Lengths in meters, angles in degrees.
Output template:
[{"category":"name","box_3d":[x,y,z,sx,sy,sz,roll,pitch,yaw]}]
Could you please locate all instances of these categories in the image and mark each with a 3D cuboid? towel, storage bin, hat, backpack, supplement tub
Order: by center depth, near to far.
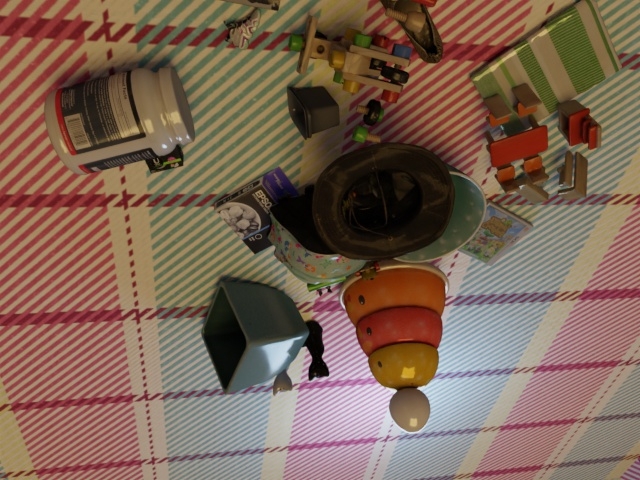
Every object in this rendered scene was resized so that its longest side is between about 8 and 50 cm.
[{"category":"supplement tub","box_3d":[-0.430,-0.263,1.274,0.272,0.191,0.191,-14,133,-1]},{"category":"storage bin","box_3d":[-0.014,-0.303,1.384,0.091,0.135,0.098,-15,133,-13]},{"category":"hat","box_3d":[0.144,-0.106,1.391,0.331,0.134,0.331,0,119,0]},{"category":"towel","box_3d":[0.568,-0.425,1.474,0.325,0.038,0.248,-33,130,18]},{"category":"backpack","box_3d":[0.000,0.000,1.536,0.225,0.253,0.191,-22,133,-32]}]

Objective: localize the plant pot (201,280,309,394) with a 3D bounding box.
[{"category":"plant pot","box_3d":[-0.187,0.287,1.803,0.252,0.248,0.247,-1,133,-34]}]

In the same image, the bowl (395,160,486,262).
[{"category":"bowl","box_3d":[0.275,-0.104,1.604,0.312,0.163,0.311,-7,132,-8]}]

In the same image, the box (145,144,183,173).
[{"category":"box","box_3d":[-0.383,-0.210,1.428,0.083,0.052,0.062,-13,133,0]}]

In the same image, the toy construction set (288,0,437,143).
[{"category":"toy construction set","box_3d":[0.066,-0.414,1.221,0.237,0.257,0.309,14,137,-14]}]

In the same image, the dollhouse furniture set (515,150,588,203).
[{"category":"dollhouse furniture set","box_3d":[0.669,-0.193,1.710,0.144,0.123,0.151,26,156,-31]}]

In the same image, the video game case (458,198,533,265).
[{"category":"video game case","box_3d":[0.530,-0.019,1.835,0.212,0.023,0.193,23,123,-29]}]

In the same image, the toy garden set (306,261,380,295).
[{"category":"toy garden set","box_3d":[0.066,0.096,1.688,0.204,0.244,0.049,-18,98,3]}]

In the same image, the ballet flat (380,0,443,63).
[{"category":"ballet flat","box_3d":[0.210,-0.492,1.311,0.084,0.058,0.250,-32,131,14]}]

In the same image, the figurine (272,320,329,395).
[{"category":"figurine","box_3d":[-0.078,0.399,1.939,0.215,0.209,0.092,-25,132,10]}]

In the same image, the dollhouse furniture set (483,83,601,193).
[{"category":"dollhouse furniture set","box_3d":[0.561,-0.259,1.503,0.259,0.135,0.262,-19,133,6]}]

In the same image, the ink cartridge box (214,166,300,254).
[{"category":"ink cartridge box","box_3d":[-0.148,-0.076,1.610,0.208,0.045,0.206,-29,131,10]}]

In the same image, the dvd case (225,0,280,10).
[{"category":"dvd case","box_3d":[-0.183,-0.570,1.168,0.239,0.029,0.179,5,130,-17]}]

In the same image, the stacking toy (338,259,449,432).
[{"category":"stacking toy","box_3d":[0.244,0.324,1.741,0.351,0.480,0.350,-3,145,-2]}]

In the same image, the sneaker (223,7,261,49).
[{"category":"sneaker","box_3d":[-0.174,-0.463,1.259,0.069,0.038,0.098,16,125,-27]}]
